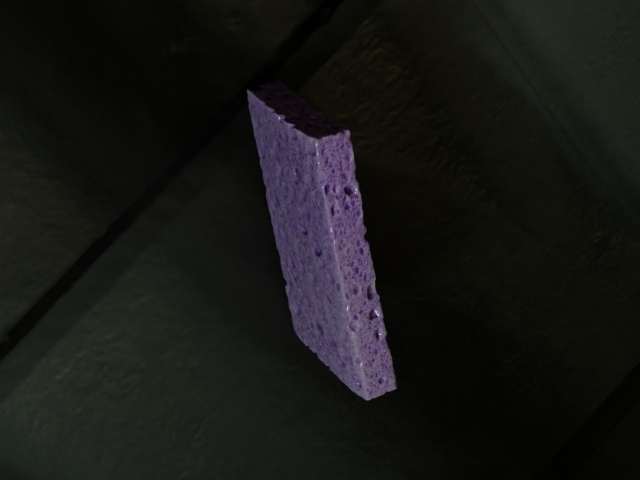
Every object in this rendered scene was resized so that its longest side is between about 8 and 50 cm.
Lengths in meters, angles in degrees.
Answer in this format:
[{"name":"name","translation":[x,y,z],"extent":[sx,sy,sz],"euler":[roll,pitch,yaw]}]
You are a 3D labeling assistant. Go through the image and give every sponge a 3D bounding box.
[{"name":"sponge","translation":[0.000,0.000,0.893],"extent":[0.031,0.117,0.210],"euler":[-21,119,-19]}]
